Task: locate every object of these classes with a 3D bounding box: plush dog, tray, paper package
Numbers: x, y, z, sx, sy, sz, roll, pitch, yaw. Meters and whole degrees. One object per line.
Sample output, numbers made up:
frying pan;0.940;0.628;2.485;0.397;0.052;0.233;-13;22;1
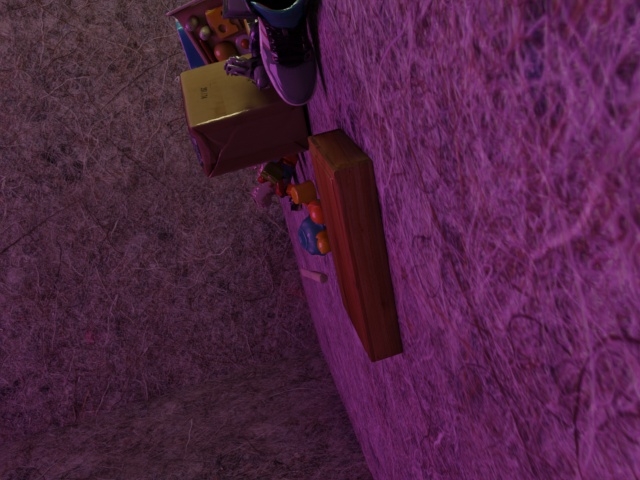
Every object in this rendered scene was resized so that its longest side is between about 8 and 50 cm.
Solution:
plush dog;-0.184;-0.283;2.176;0.225;0.210;0.263;-49;-58;-74
tray;0.066;0.012;1.038;0.203;0.076;0.411;-117;11;-60
paper package;-0.214;-0.359;1.468;0.168;0.309;0.325;79;171;-45

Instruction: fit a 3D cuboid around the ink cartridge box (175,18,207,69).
ink cartridge box;-0.311;-0.653;1.753;0.198;0.269;0.197;-114;9;-54

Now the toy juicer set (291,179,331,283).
toy juicer set;0.000;0.000;1.592;0.209;0.089;0.329;42;142;54

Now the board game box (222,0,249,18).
board game box;-0.168;-0.612;1.172;0.303;0.097;0.224;-125;33;-67

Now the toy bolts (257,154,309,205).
toy bolts;-0.096;-0.236;1.798;0.218;0.159;0.228;34;172;-15

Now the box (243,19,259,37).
box;-0.177;-0.644;1.447;0.058;0.087;0.233;138;116;-81

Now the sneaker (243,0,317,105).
sneaker;-0.062;-0.386;0.963;0.178;0.123;0.296;-95;-7;-70

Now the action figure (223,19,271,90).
action figure;-0.133;-0.429;1.297;0.285;0.185;0.099;-91;23;-50

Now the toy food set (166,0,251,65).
toy food set;-0.281;-0.574;1.585;0.306;0.219;0.093;58;-152;-36

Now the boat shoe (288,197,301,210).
boat shoe;-0.107;-0.162;2.234;0.152;0.049;0.056;86;167;-62
